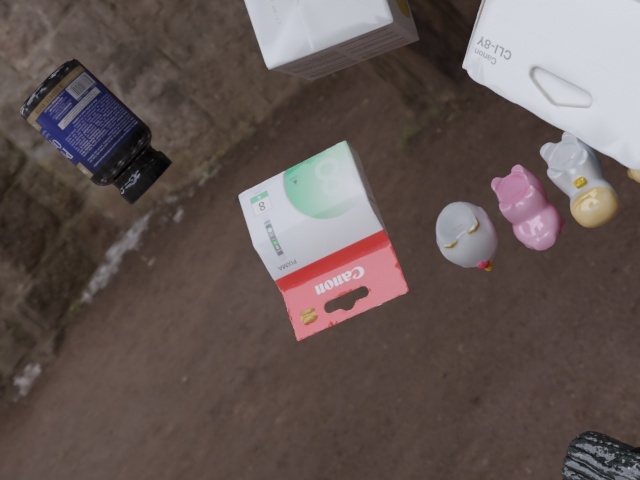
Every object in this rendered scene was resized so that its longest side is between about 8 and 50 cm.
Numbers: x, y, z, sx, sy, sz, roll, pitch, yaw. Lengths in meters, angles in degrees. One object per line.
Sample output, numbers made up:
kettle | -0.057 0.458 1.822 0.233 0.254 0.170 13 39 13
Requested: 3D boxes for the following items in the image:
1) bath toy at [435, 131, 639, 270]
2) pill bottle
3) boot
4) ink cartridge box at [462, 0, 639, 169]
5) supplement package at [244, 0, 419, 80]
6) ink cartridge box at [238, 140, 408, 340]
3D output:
bath toy | 0.348 -0.050 1.602 0.348 0.129 0.151 -29 49 24
pill bottle | -0.339 -0.163 1.572 0.123 0.219 0.123 -44 11 11
boot | 0.517 0.403 1.466 0.260 0.348 0.131 2 46 44
ink cartridge box | 0.402 -0.230 1.193 0.384 0.279 0.160 -16 -49 -41
supplement package | 0.012 -0.375 1.556 0.198 0.199 0.262 -18 1 14
ink cartridge box | 0.000 0.000 1.415 0.181 0.056 0.225 -26 66 17
